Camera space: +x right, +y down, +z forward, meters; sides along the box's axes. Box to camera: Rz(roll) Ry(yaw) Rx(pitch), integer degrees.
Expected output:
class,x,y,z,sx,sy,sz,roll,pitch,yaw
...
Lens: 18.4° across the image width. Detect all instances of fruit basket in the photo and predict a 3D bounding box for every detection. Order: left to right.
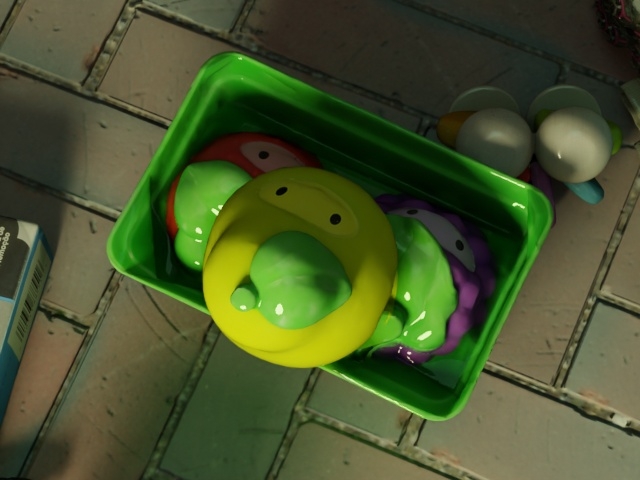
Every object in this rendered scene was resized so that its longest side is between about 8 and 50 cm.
class,x,y,z,sx,sy,sz,roll,pitch,yaw
fruit basket,0.000,0.000,1.788,0.392,0.392,0.283,25,74,9

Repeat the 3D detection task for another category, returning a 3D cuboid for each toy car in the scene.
class,x,y,z,sx,sy,sz,roll,pitch,yaw
toy car,0.205,-0.076,1.937,0.182,0.159,0.136,-1,106,0

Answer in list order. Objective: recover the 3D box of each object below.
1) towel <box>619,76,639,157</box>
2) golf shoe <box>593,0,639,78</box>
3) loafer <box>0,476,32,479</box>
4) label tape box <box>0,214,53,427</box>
class,x,y,z,sx,sy,sz,roll,pitch,yaw
towel,0.497,-0.086,1.978,0.324,0.056,0.312,-24,76,-9
golf shoe,0.336,-0.220,1.988,0.086,0.067,0.186,-8,41,-16
loafer,-0.363,0.289,1.858,0.223,0.076,0.078,-21,108,-9
label tape box,-0.455,0.073,1.906,0.333,0.106,0.241,12,72,5
